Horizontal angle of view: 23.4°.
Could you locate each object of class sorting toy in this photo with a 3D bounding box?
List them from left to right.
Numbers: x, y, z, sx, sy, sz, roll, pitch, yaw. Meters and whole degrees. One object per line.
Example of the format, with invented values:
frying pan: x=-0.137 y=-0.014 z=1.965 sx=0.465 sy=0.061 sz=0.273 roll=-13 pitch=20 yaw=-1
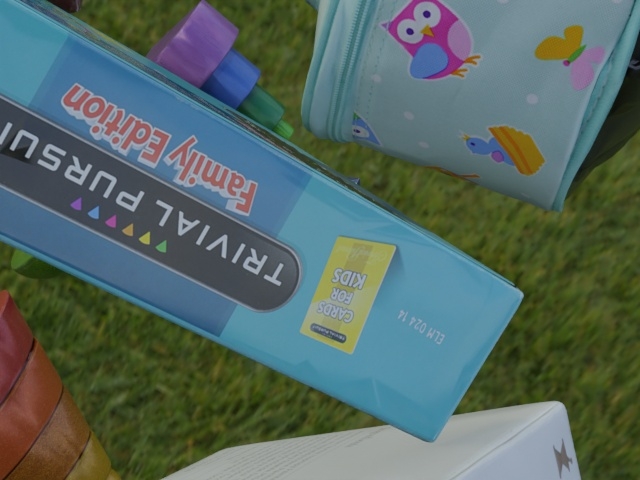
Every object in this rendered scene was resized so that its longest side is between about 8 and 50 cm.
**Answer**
sorting toy: x=-0.113 y=0.019 z=0.930 sx=0.126 sy=0.127 sz=0.366 roll=39 pitch=57 yaw=-15

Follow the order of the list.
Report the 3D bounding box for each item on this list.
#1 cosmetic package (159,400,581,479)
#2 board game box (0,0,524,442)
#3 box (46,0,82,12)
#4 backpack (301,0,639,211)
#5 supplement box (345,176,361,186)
cosmetic package: x=0.028 y=0.357 z=1.399 sx=0.327 sy=0.393 sz=0.330 roll=-14 pitch=92 yaw=-63
board game box: x=-0.113 y=-0.053 z=0.650 sx=0.336 sy=0.079 sz=0.254 roll=29 pitch=4 yaw=-31
box: x=-0.213 y=-0.345 z=1.073 sx=0.143 sy=0.191 sz=0.381 roll=2 pitch=44 yaw=4
backpack: x=0.055 y=-0.105 z=0.429 sx=0.144 sy=0.166 sz=0.188 roll=19 pitch=38 yaw=1
supplement box: x=0.000 y=0.000 z=1.322 sx=0.056 sy=0.083 sz=0.083 roll=6 pitch=38 yaw=19
